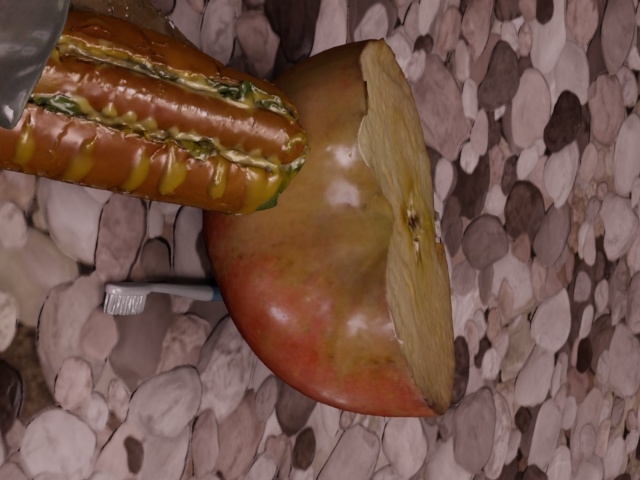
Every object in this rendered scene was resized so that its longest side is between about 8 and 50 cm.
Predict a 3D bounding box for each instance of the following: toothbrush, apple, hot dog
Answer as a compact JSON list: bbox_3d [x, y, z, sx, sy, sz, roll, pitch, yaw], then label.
[{"bbox_3d":[-0.079,0.044,1.275,0.275,0.019,0.025,0,105,-55],"label":"toothbrush"},{"bbox_3d":[0.000,0.000,1.240,0.251,0.163,0.293,13,69,-76],"label":"apple"},{"bbox_3d":[-0.128,-0.087,1.055,0.269,0.072,0.115,9,80,-26],"label":"hot dog"}]

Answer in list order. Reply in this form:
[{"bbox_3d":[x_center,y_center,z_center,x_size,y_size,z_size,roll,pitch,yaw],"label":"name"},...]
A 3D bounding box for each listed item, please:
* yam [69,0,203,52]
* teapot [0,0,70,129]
[{"bbox_3d":[-0.155,-0.161,1.088,0.299,0.066,0.066,38,65,-51],"label":"yam"},{"bbox_3d":[-0.296,-0.132,0.730,0.300,0.253,0.344,56,26,-3],"label":"teapot"}]
